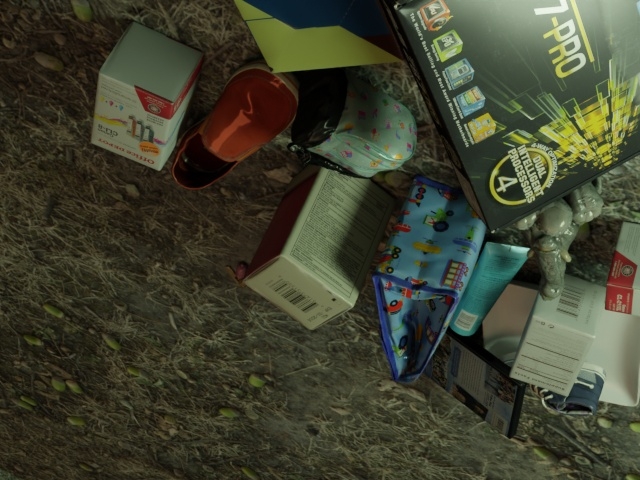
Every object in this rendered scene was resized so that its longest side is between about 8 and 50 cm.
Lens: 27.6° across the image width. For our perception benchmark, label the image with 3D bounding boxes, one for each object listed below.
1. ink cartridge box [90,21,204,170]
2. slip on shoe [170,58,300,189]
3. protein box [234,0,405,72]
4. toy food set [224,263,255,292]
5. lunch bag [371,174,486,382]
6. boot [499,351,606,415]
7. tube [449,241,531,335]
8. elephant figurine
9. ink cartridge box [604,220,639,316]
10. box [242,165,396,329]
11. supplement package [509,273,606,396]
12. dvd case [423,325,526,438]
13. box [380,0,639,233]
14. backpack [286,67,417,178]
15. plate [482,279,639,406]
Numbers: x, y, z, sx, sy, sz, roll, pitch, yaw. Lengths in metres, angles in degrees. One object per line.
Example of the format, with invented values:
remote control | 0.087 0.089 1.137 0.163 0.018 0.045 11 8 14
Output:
ink cartridge box | -0.275 -0.224 2.052 0.128 0.127 0.176 23 144 1
slip on shoe | -0.135 -0.175 2.060 0.123 0.101 0.331 38 140 -15
protein box | 0.027 -0.338 1.682 0.200 0.201 0.136 -1 137 29
toy food set | -0.119 0.069 2.415 0.122 0.019 0.078 -5 135 33
lunch bag | 0.179 0.081 2.097 0.138 0.221 0.293 14 142 14
boot | 0.386 0.246 2.224 0.190 0.086 0.069 3 139 26
tube | 0.268 0.075 2.118 0.080 0.052 0.207 4 139 -20
elephant figurine | 0.337 -0.049 1.922 0.169 0.186 0.239 49 -179 24
ink cartridge box | 0.525 0.054 1.950 0.175 0.127 0.072 11 143 18
box | 0.000 0.000 2.087 0.148 0.232 0.127 37 142 -16
supplement package | 0.381 0.149 2.092 0.105 0.105 0.179 18 143 7
dvd case | 0.255 0.229 2.321 0.253 0.022 0.180 37 149 26
box | 0.277 -0.234 1.626 0.318 0.097 0.395 -29 129 -2
backpack | 0.053 -0.165 1.932 0.182 0.152 0.115 29 155 -33
plate | 0.414 0.165 2.219 0.277 0.045 0.278 10 141 17
